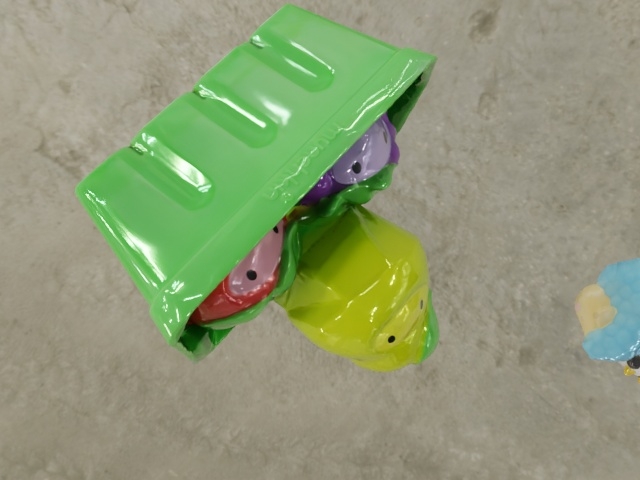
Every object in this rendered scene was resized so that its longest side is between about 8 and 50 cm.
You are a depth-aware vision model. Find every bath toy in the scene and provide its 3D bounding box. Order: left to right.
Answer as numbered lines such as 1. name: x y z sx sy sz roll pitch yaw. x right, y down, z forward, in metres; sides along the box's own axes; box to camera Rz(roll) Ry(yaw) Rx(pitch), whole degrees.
1. bath toy: 0.462 0.142 0.638 0.348 0.151 0.129 26 66 -21

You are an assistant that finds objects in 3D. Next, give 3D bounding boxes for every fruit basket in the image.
1. fruit basket: 0.000 0.000 0.577 0.391 0.283 0.393 2 72 -7
